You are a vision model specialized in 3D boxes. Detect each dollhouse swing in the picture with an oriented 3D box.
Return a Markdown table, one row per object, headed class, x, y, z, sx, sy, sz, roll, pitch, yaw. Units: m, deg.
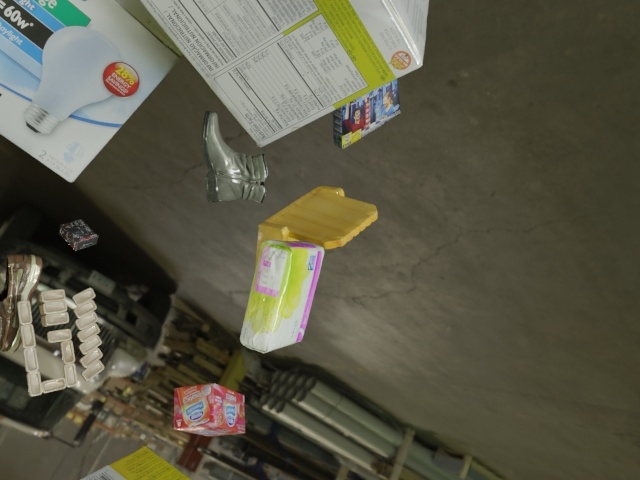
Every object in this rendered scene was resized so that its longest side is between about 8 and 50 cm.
| class | x | y | z | sx | sy | sz | roll | pitch | yaw |
| --- | --- | --- | --- | --- | --- | --- | --- | --- | --- |
| dollhouse swing | 0.000 | 0.000 | 2.181 | 0.304 | 0.347 | 0.315 | 30 | 134 | 24 |

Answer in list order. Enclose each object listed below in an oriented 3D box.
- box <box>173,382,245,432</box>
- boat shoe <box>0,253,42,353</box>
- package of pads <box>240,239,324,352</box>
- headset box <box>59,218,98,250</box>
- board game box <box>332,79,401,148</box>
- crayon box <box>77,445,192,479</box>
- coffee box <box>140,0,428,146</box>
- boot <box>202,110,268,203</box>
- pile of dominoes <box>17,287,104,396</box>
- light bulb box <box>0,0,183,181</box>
| class | x | y | z | sx | sy | sz | roll | pitch | yaw |
| --- | --- | --- | --- | --- | --- | --- | --- | --- | --- |
| box | -0.329 | 0.516 | 1.831 | 0.128 | 0.123 | 0.257 | -9 | 156 | 11 |
| boat shoe | -0.786 | 0.155 | 1.532 | 0.095 | 0.258 | 0.095 | 14 | 179 | -37 |
| package of pads | -0.102 | 0.148 | 1.660 | 0.101 | 0.297 | 0.229 | 15 | -175 | 23 |
| headset box | -0.616 | -0.012 | 1.550 | 0.083 | 0.062 | 0.032 | 41 | 126 | 18 |
| board game box | 0.086 | -0.314 | 1.217 | 0.060 | 0.194 | 0.194 | 29 | 138 | 33 |
| crayon box | -0.253 | 0.475 | 0.965 | 0.318 | 0.081 | 0.202 | 23 | -163 | 28 |
| coffee box | -0.044 | -0.433 | 1.030 | 0.334 | 0.338 | 0.338 | -22 | 124 | 29 |
| boot | -0.217 | -0.213 | 1.555 | 0.161 | 0.247 | 0.083 | -4 | -158 | -5 |
| pile of dominoes | -0.662 | 0.251 | 1.547 | 0.196 | 0.251 | 0.040 | -4 | 171 | -44 |
| light bulb box | -0.504 | -0.380 | 1.181 | 0.358 | 0.225 | 0.361 | 38 | 113 | -25 |
